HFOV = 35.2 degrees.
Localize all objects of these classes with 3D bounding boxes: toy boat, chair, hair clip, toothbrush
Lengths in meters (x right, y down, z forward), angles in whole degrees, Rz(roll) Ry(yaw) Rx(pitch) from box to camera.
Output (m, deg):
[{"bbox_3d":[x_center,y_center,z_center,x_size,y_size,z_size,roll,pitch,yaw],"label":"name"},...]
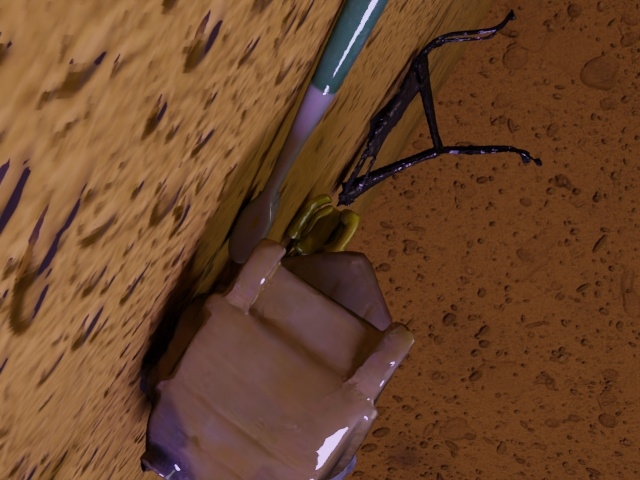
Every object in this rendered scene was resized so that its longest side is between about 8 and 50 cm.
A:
[{"bbox_3d":[-0.018,0.091,0.603,0.162,0.136,0.445,-54,175,-13],"label":"toy boat"},{"bbox_3d":[0.101,-0.118,0.998,0.213,0.149,0.174,-17,-174,6],"label":"chair"},{"bbox_3d":[0.000,0.000,0.853,0.072,0.046,0.173,-54,178,-12],"label":"hair clip"},{"bbox_3d":[0.010,-0.082,0.434,0.257,0.018,0.024,-61,179,38],"label":"toothbrush"}]
